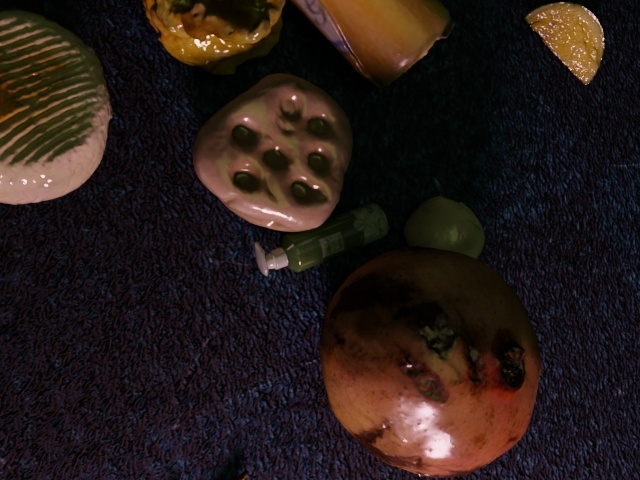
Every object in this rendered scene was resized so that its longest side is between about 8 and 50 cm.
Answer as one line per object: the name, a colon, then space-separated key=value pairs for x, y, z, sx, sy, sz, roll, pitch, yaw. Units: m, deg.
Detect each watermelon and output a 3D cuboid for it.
watermelon: x=0.464 y=-0.390 z=1.101 sx=0.181 sy=0.075 sz=0.092 roll=38 pitch=119 yaw=-14

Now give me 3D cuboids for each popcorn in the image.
popcorn: x=-0.143 y=-0.324 z=0.794 sx=0.198 sy=0.155 sz=0.197 roll=4 pitch=76 yaw=-14

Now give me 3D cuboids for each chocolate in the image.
chocolate: x=-0.017 y=-0.409 z=0.840 sx=0.445 sy=0.162 sz=0.162 roll=39 pitch=75 yaw=-17

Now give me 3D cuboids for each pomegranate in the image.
pomegranate: x=0.152 y=0.163 z=0.824 sx=0.322 sy=0.322 sz=0.322 roll=1 pitch=87 yaw=-22

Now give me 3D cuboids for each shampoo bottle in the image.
shampoo bottle: x=0.000 y=0.000 z=0.882 sx=0.205 sy=0.065 sz=0.065 roll=-21 pitch=95 yaw=-21

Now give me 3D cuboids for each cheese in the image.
cheese: x=-0.062 y=-0.115 z=0.830 sx=0.235 sy=0.117 sz=0.218 roll=-17 pitch=92 yaw=-22

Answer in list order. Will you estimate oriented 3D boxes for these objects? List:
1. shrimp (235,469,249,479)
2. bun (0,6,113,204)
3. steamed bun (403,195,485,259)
shrimp: x=-0.153 y=0.365 z=0.823 sx=0.091 sy=0.025 sz=0.127 roll=44 pitch=76 yaw=-13
bun: x=-0.369 y=-0.156 z=0.695 sx=0.244 sy=0.153 sz=0.243 roll=8 pitch=76 yaw=-33
steamed bun: x=0.204 y=-0.004 z=0.947 sx=0.130 sy=0.091 sz=0.112 roll=44 pitch=75 yaw=-15
